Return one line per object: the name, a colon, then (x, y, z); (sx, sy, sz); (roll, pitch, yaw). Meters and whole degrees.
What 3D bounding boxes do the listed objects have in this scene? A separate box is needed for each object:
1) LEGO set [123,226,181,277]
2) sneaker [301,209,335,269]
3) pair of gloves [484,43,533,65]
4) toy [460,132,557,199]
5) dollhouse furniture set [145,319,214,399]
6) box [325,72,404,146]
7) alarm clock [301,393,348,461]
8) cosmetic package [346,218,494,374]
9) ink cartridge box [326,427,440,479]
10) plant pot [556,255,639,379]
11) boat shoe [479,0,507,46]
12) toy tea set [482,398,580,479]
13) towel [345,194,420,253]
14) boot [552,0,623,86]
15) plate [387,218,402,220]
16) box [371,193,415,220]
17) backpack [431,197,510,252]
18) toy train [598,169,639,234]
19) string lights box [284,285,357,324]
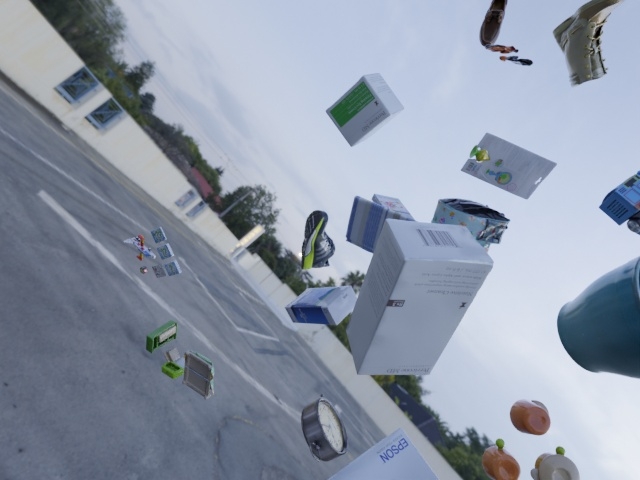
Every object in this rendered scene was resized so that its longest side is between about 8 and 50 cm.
LEGO set: (-0.633, 0.061, 1.524); (0.244, 0.060, 0.183); (-13, -78, 40)
sneaker: (0.000, 0.000, 1.529); (0.300, 0.121, 0.111); (105, -17, -50)
pair of gloves: (0.347, -0.342, 0.757); (0.083, 0.010, 0.074); (12, 20, -31)
toy: (0.562, -0.231, 1.238); (0.237, 0.137, 0.056); (20, 38, -9)
dollhouse furniture set: (-0.226, 0.201, 0.708); (0.151, 0.058, 0.076); (23, -64, 21)
box: (0.085, -0.247, 0.776); (0.087, 0.101, 0.102); (53, 34, -5)
alarm clock: (0.002, 0.437, 0.927); (0.129, 0.064, 0.192); (60, 10, 5)
cosmetic package: (0.216, 0.150, 0.991); (0.156, 0.217, 0.385); (-105, -158, -53)
ink cartridge box: (0.176, 0.663, 0.949); (0.330, 0.323, 0.072); (48, -44, 31)
plant pot: (0.704, 0.190, 0.921); (0.272, 0.271, 0.255); (47, -29, 8)
boat shoe: (0.559, -0.720, 1.323); (0.064, 0.178, 0.060); (17, 0, 16)
toy tea set: (0.439, 0.527, 0.919); (0.200, 0.336, 0.124); (35, -9, 9)
towel: (0.230, -0.034, 1.546); (0.284, 0.034, 0.209); (26, -54, 25)
boot: (0.793, -0.574, 1.186); (0.262, 0.095, 0.204); (-161, -126, -86)
plate: (0.265, -0.010, 1.124); (0.188, 0.024, 0.188); (37, 7, -5)
box: (0.334, -0.141, 1.886); (0.145, 0.038, 0.186); (8, 34, -25)
backpack: (0.421, -0.049, 1.199); (0.188, 0.145, 0.166); (14, 20, -25)
toy train: (0.630, -0.088, 0.768); (0.105, 0.184, 0.080); (53, -9, 22)
string lights box: (0.000, 0.232, 1.477); (0.259, 0.133, 0.077); (-12, -70, 52)
